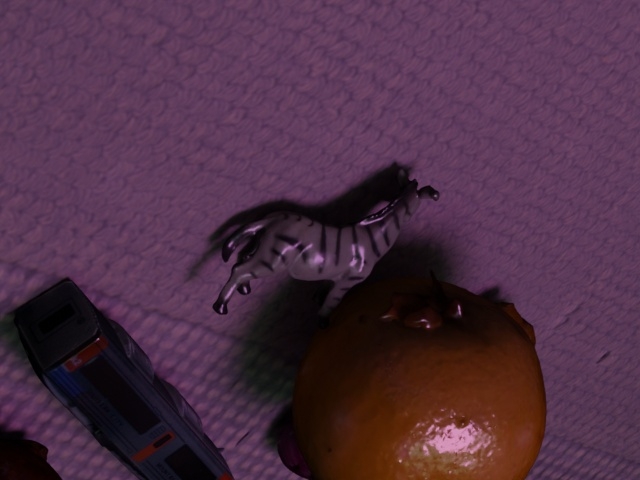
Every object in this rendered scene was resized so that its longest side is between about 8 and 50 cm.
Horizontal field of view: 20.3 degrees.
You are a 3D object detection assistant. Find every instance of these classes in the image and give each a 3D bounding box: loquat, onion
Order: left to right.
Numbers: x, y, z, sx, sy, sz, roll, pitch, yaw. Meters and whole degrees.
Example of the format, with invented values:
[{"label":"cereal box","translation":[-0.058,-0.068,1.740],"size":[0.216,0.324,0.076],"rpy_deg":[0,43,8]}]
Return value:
[{"label":"onion","translation":[0.010,0.228,2.028],"size":[0.115,0.115,0.104],"rpy_deg":[37,62,-51]},{"label":"loquat","translation":[0.098,0.161,1.854],"size":[0.275,0.275,0.275],"rpy_deg":[-20,141,-17]}]

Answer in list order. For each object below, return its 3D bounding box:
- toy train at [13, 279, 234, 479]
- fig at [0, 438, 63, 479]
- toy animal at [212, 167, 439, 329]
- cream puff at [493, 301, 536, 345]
[{"label":"toy train","translation":[-0.180,0.180,1.833],"size":[0.089,0.086,0.409],"rpy_deg":[-35,143,-1]},{"label":"fig","translation":[-0.324,0.280,1.771],"size":[0.205,0.205,0.205],"rpy_deg":[-20,141,-17]},{"label":"toy animal","translation":[0.003,0.003,1.786],"size":[0.217,0.073,0.176],"rpy_deg":[6,123,-34]},{"label":"cream puff","translation":[0.181,0.116,2.028],"size":[0.122,0.094,0.116],"rpy_deg":[-16,147,18]}]
